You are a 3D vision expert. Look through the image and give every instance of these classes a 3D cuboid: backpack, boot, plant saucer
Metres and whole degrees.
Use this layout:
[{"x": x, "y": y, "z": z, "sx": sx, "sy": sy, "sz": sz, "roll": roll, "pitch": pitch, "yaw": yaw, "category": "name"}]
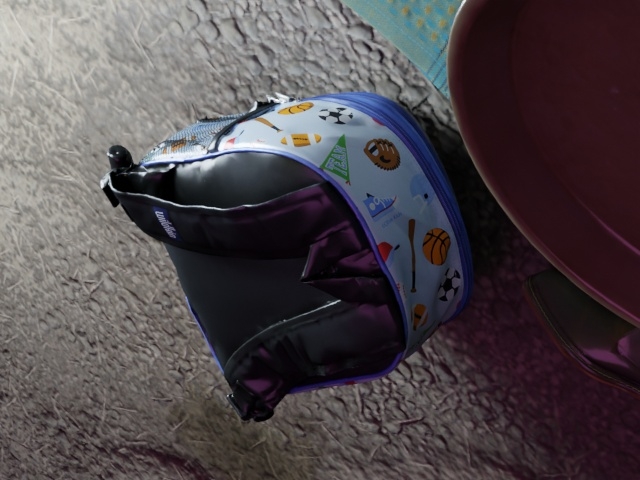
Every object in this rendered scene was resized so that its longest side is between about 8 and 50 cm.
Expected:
[{"x": 0.000, "y": 0.000, "z": 1.356, "sx": 0.263, "sy": 0.213, "sz": 0.276, "roll": -1, "pitch": 124, "yaw": 54, "category": "backpack"}, {"x": 0.261, "y": 0.071, "z": 1.274, "sx": 0.219, "sy": 0.082, "sz": 0.106, "roll": 43, "pitch": 119, "yaw": 19, "category": "boot"}, {"x": 0.185, "y": -0.039, "z": 0.804, "sx": 0.278, "sy": 0.041, "sz": 0.278, "roll": 32, "pitch": 153, "yaw": 19, "category": "plant saucer"}]

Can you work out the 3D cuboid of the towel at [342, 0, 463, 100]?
[{"x": 0.158, "y": -0.233, "z": 1.159, "sx": 0.271, "sy": 0.040, "sz": 0.370, "roll": 45, "pitch": 139, "yaw": 8, "category": "towel"}]
